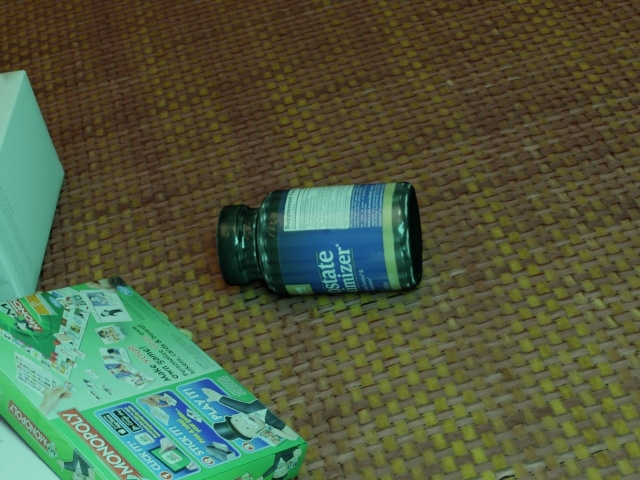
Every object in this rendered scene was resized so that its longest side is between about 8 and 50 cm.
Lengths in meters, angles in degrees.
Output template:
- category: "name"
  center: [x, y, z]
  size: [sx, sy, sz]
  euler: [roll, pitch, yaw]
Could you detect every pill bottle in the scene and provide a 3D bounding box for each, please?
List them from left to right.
- category: "pill bottle"
  center: [0.000, 0.000, 1.486]
  size: [0.219, 0.122, 0.122]
  euler: [-4, 40, 12]

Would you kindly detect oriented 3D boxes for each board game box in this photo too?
- category: "board game box"
  center: [-0.195, 0.149, 1.278]
  size: [0.214, 0.046, 0.317]
  euler: [-13, 39, -43]

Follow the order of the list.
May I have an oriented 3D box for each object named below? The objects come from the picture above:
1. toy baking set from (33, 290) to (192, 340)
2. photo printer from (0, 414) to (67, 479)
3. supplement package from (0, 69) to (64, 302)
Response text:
- category: "toy baking set"
  center: [-0.245, 0.112, 1.422]
  size: [0.197, 0.030, 0.256]
  euler: [7, 24, 3]
- category: "photo printer"
  center: [-0.327, 0.233, 1.234]
  size: [0.256, 0.107, 0.307]
  euler: [20, 23, 27]
- category: "supplement package"
  center: [-0.441, -0.050, 1.620]
  size: [0.178, 0.175, 0.293]
  euler: [-8, 39, 7]
